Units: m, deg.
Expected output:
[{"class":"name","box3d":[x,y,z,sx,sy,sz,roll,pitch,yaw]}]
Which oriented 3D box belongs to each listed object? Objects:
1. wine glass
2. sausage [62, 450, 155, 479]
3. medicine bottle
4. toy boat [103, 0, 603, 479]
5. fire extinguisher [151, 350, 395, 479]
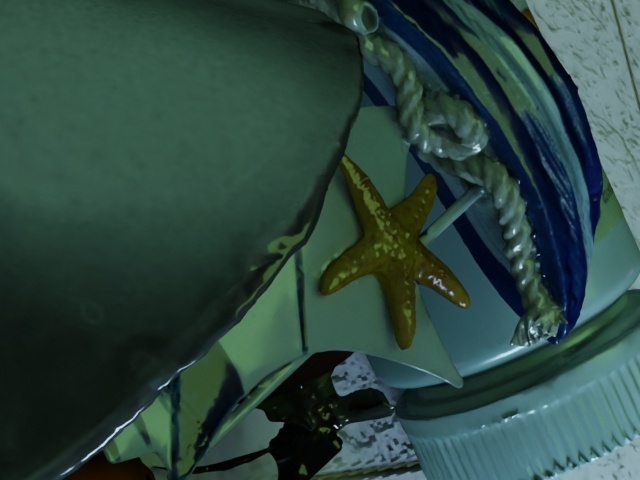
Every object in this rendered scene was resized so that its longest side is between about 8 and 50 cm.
[{"class":"wine glass","box3d":[-0.212,-0.117,0.631,0.406,0.267,0.267,44,44,-21]},{"class":"sausage","box3d":[-0.154,0.170,0.676,0.102,0.102,0.330,59,38,-13]},{"class":"medicine bottle","box3d":[0.062,-0.038,0.980,0.158,0.158,0.318,-35,102,-51]},{"class":"toy boat","box3d":[0.000,0.000,0.808,0.291,0.067,0.220,-39,102,-30]},{"class":"fire extinguisher","box3d":[-0.062,-0.030,0.872,0.114,0.135,0.337,167,-99,-86]}]
